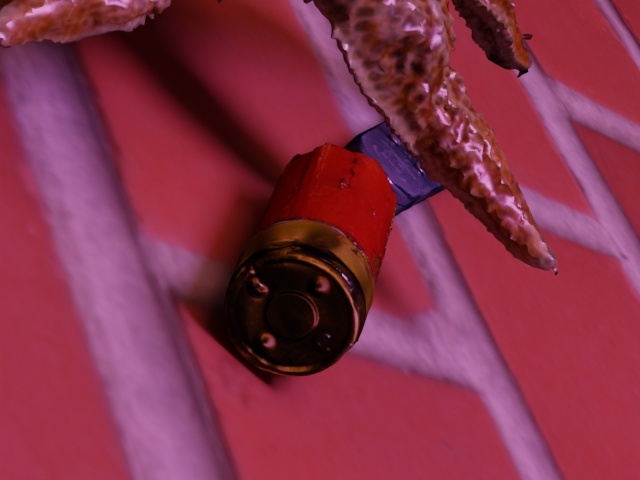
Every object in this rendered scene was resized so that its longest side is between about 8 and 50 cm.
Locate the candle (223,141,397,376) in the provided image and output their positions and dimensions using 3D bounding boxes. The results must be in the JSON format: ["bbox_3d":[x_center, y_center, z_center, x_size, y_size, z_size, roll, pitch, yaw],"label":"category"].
[{"bbox_3d":[0.000,0.000,0.656,0.052,0.052,0.131,42,24,-10],"label":"candle"}]

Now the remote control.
[{"bbox_3d":[0.042,-0.038,0.807,0.043,0.027,0.152,43,23,8],"label":"remote control"}]

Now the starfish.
[{"bbox_3d":[-0.021,-0.119,0.677,0.347,0.078,0.358,42,23,-8],"label":"starfish"}]

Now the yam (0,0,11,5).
[{"bbox_3d":[-0.114,-0.115,0.658,0.327,0.045,0.045,-66,140,-64],"label":"yam"}]
